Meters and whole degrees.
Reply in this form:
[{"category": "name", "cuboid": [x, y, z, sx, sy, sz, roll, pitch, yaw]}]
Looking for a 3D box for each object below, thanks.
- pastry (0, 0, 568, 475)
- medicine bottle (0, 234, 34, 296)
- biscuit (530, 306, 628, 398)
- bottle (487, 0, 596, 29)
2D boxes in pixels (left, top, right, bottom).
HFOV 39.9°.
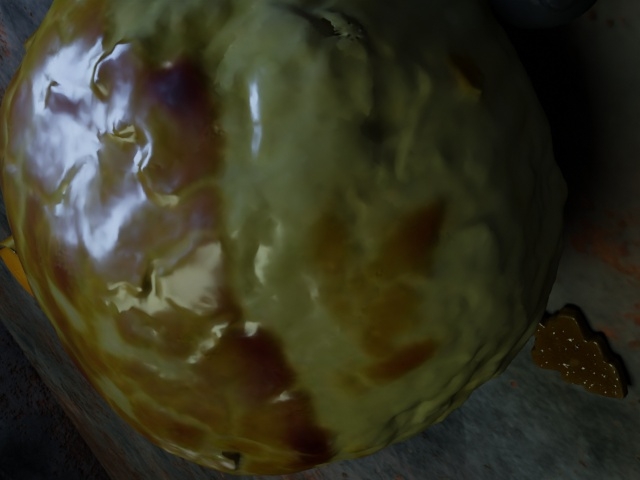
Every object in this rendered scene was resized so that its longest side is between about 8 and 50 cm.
[{"category": "pastry", "cuboid": [-0.041, -0.026, 0.590, 0.388, 0.313, 0.388, 37, 153, 23]}, {"category": "medicine bottle", "cuboid": [-0.297, -0.015, 1.108, 0.096, 0.192, 0.096, 34, 148, 25]}, {"category": "biscuit", "cuboid": [0.209, 0.092, 0.708, 0.092, 0.016, 0.082, 37, 145, 19]}, {"category": "bottle", "cuboid": [0.088, -0.222, 0.419, 0.082, 0.072, 0.244, -99, -12, -56]}]
